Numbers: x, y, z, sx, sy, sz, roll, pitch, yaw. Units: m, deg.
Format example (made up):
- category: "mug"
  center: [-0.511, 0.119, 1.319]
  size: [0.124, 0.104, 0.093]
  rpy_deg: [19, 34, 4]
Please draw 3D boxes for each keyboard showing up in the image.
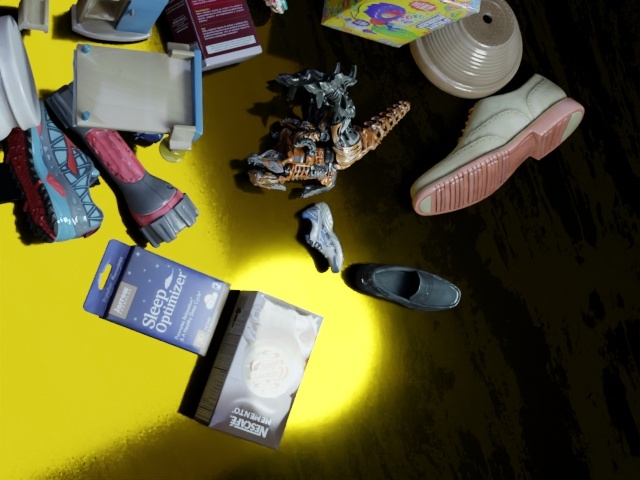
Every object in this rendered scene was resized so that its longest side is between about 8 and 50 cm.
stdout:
- category: "keyboard"
  center: [-0.463, -0.089, 1.622]
  size: [0.192, 0.038, 0.100]
  rpy_deg: [-12, 70, -23]

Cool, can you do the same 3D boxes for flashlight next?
- category: "flashlight"
  center: [-0.327, -0.133, 1.633]
  size: [0.103, 0.103, 0.304]
  rpy_deg: [-29, 109, 17]

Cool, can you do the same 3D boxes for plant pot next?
- category: "plant pot"
  center: [0.298, -0.402, 1.897]
  size: [0.237, 0.110, 0.238]
  rpy_deg: [4, 76, -17]

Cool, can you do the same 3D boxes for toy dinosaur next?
- category: "toy dinosaur"
  center: [0.009, -0.202, 1.795]
  size: [0.322, 0.164, 0.219]
  rpy_deg: [-31, 116, -40]

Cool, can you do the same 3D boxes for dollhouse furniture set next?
- category: "dollhouse furniture set"
  center: [-0.353, -0.266, 1.552]
  size: [0.286, 0.198, 0.304]
  rpy_deg: [0, 78, -24]

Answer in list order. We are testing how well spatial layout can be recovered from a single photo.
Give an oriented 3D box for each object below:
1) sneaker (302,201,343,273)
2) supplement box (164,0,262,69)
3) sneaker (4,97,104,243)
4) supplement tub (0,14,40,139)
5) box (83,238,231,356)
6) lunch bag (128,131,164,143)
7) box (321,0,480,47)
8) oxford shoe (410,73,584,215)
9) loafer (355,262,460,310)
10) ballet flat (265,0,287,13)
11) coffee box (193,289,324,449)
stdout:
- category: "sneaker"
  center: [0.000, 0.000, 1.816]
  size: [0.058, 0.052, 0.135]
  rpy_deg: [-17, 88, -14]
- category: "supplement box"
  center: [-0.204, -0.420, 1.704]
  size: [0.130, 0.073, 0.240]
  rpy_deg: [-23, 98, -39]
- category: "sneaker"
  center: [-0.425, -0.112, 1.586]
  size: [0.125, 0.104, 0.262]
  rpy_deg: [-3, 66, -43]
- category: "supplement tub"
  center: [-0.571, -0.223, 1.451]
  size: [0.272, 0.191, 0.191]
  rpy_deg: [-13, 94, -7]
- category: "box"
  center: [-0.278, 0.098, 1.691]
  size: [0.225, 0.036, 0.137]
  rpy_deg: [23, 79, -21]
- category: "lunch bag"
  center: [-0.291, -0.214, 1.676]
  size: [0.065, 0.067, 0.099]
  rpy_deg: [26, 77, -19]
- category: "box"
  center: [0.157, -0.528, 1.766]
  size: [0.177, 0.290, 0.279]
  rpy_deg: [11, 83, -23]
- category: "oxford shoe"
  center: [0.323, -0.188, 1.941]
  size: [0.397, 0.140, 0.146]
  rpy_deg: [-31, 65, -15]
- category: "loafer"
  center: [0.175, 0.091, 1.870]
  size: [0.223, 0.078, 0.076]
  rpy_deg: [14, 83, -23]
- category: "ballet flat"
  center: [-0.116, -0.520, 1.769]
  size: [0.077, 0.091, 0.241]
  rpy_deg: [-11, 89, 6]
- category: "coffee box"
  center: [-0.107, 0.225, 1.728]
  size: [0.141, 0.098, 0.247]
  rpy_deg: [23, 79, -22]
